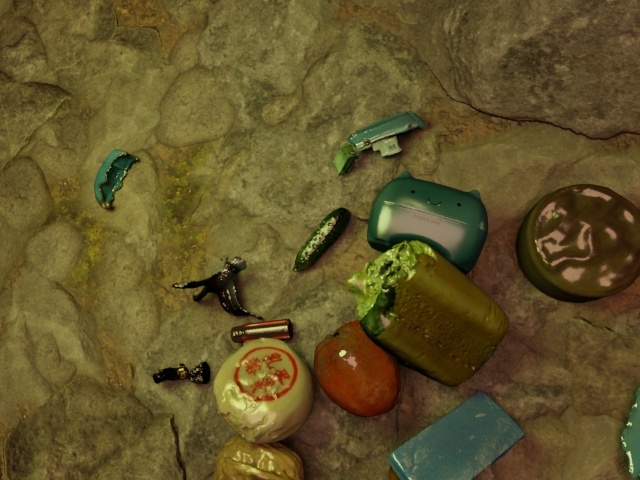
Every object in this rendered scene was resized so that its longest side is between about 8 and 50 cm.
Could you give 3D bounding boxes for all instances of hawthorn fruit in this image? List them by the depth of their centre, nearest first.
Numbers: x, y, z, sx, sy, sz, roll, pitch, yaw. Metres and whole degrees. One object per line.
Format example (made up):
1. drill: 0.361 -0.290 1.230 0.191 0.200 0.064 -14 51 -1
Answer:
1. hawthorn fruit: 0.111 0.331 1.194 0.210 0.210 0.262 -42 94 -1

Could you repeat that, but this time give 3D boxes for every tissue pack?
1. tissue pack: 0.274 -0.045 1.232 0.288 0.198 0.205 18 82 14

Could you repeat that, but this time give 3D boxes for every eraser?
1. eraser: 0.315 0.471 1.105 0.312 0.042 0.144 -21 48 -28

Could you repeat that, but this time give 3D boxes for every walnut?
1. walnut: -0.150 0.583 1.185 0.245 0.198 0.198 11 81 12

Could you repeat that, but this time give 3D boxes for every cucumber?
1. cucumber: 0.000 0.000 1.338 0.069 0.069 0.227 40 92 14

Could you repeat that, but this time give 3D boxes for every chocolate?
1. chocolate: -0.381 0.363 1.326 0.147 0.072 0.070 4 68 5

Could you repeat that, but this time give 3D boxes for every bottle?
1. bottle: -0.161 0.249 1.315 0.165 0.060 0.060 -8 78 8

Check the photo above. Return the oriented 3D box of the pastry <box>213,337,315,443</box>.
1. pastry: -0.139 0.372 1.211 0.265 0.133 0.264 -2 49 2

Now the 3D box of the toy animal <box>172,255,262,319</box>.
1. toy animal: -0.281 0.125 1.339 0.273 0.197 0.160 39 65 -28

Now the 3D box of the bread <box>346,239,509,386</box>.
1. bread: 0.250 0.169 1.131 0.377 0.208 0.251 36 102 -24

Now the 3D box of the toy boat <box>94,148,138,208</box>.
1. toy boat: -0.624 -0.186 1.465 0.077 0.075 0.185 31 88 22

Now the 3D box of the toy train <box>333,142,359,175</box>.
1. toy train: 0.070 -0.227 1.359 0.038 0.093 0.056 -17 68 -29

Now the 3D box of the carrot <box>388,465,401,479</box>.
1. carrot: 0.272 0.675 1.074 0.341 0.241 0.241 24 84 16

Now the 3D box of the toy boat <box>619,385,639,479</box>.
1. toy boat: 0.772 0.454 1.115 0.098 0.109 0.237 21 82 -22

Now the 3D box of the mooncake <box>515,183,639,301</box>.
1. mooncake: 0.639 0.007 1.189 0.285 0.155 0.284 -2 79 11

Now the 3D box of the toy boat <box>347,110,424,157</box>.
1. toy boat: 0.190 -0.290 1.364 0.215 0.088 0.102 -23 111 3
